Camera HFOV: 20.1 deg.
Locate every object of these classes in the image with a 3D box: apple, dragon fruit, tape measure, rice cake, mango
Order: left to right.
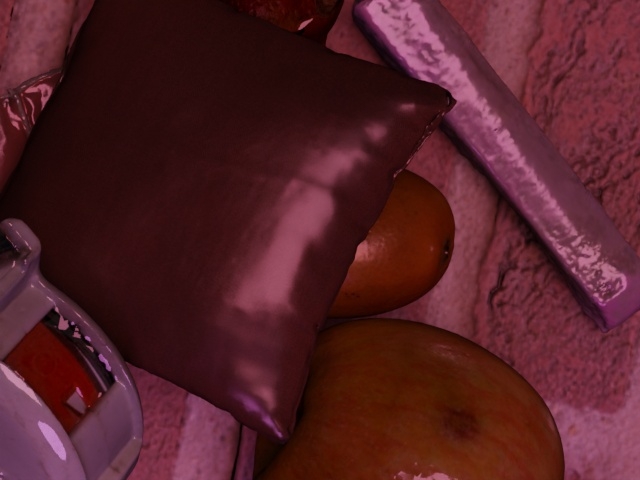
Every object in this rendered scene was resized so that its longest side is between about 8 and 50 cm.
[{"bbox_3d":[-0.256,0.117,1.363,0.246,0.243,0.125,51,52,-11],"label":"tape measure"},{"bbox_3d":[-0.022,-0.190,1.502,0.125,0.125,0.246,-48,123,-52],"label":"dragon fruit"},{"bbox_3d":[0.003,0.002,1.489,0.221,0.151,0.120,-8,114,-13],"label":"mango"},{"bbox_3d":[0.058,0.190,1.450,0.264,0.264,0.264,0,90,-15],"label":"apple"},{"bbox_3d":[0.159,-0.083,1.573,0.070,0.064,0.399,-41,100,-6],"label":"rice cake"}]

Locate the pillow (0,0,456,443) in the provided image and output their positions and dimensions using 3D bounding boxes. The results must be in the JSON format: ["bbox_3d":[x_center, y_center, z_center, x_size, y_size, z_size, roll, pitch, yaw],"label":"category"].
[{"bbox_3d":[-0.096,-0.037,1.394,0.305,0.108,0.308,25,85,15],"label":"pillow"}]

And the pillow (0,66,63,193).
[{"bbox_3d":[-0.231,-0.067,1.473,0.232,0.043,0.126,-27,100,-20],"label":"pillow"}]
